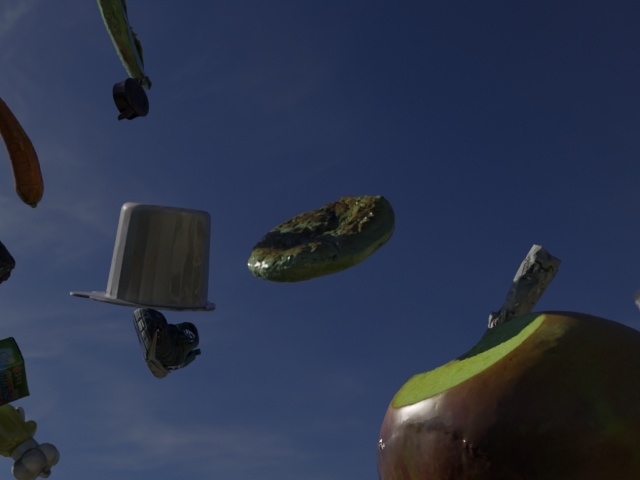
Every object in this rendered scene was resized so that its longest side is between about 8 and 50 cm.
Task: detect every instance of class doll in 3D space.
[{"bbox_3d":[-0.486,0.319,1.297,0.162,0.106,0.062,38,-63,15],"label":"doll"}]

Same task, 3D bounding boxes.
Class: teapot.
[{"bbox_3d":[-0.314,-0.232,1.341,0.045,0.100,0.067,-15,-45,17],"label":"teapot"}]

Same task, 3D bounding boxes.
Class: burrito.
[{"bbox_3d":[0.367,0.091,1.474,0.064,0.203,0.064,32,-21,14],"label":"burrito"}]

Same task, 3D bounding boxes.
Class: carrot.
[{"bbox_3d":[-0.613,-0.195,1.645,0.062,0.271,0.066,-20,4,-26],"label":"carrot"}]

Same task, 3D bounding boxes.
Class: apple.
[{"bbox_3d":[0.265,0.248,0.961,0.384,0.374,0.374,13,-19,47],"label":"apple"}]

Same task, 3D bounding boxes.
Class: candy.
[{"bbox_3d":[-0.551,0.224,1.245,0.195,0.062,0.097,-19,-40,-29],"label":"candy"}]

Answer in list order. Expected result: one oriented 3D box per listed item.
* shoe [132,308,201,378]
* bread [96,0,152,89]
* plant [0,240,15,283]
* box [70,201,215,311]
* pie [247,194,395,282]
[{"bbox_3d":[-0.270,0.173,1.448,0.106,0.091,0.207,-21,-26,-7],"label":"shoe"},{"bbox_3d":[-0.402,-0.441,1.638,0.045,0.301,0.301,-17,-35,-4],"label":"bread"},{"bbox_3d":[-0.660,0.022,1.577,0.143,0.092,0.094,36,-65,7],"label":"plant"},{"bbox_3d":[-0.347,0.028,1.668,0.292,0.206,0.262,7,-1,-3],"label":"box"},{"bbox_3d":[0.002,-0.003,1.217,0.241,0.240,0.054,-13,-70,22],"label":"pie"}]
